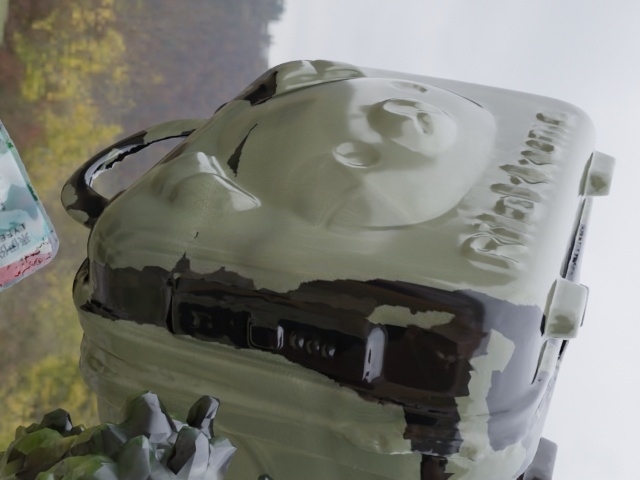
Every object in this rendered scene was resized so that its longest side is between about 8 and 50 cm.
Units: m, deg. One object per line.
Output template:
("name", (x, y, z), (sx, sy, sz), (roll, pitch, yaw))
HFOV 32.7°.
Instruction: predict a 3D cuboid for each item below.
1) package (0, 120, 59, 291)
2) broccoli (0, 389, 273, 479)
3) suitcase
("package", (-0.354, -0.049, 1.029), (0.040, 0.166, 0.232), (2, -62, 53))
("broccoli", (-0.086, 0.231, 0.410), (0.324, 0.272, 0.334), (112, -12, -57))
("suitcase", (0.000, 0.000, 0.691), (0.351, 0.339, 0.194), (-53, 151, -58))
